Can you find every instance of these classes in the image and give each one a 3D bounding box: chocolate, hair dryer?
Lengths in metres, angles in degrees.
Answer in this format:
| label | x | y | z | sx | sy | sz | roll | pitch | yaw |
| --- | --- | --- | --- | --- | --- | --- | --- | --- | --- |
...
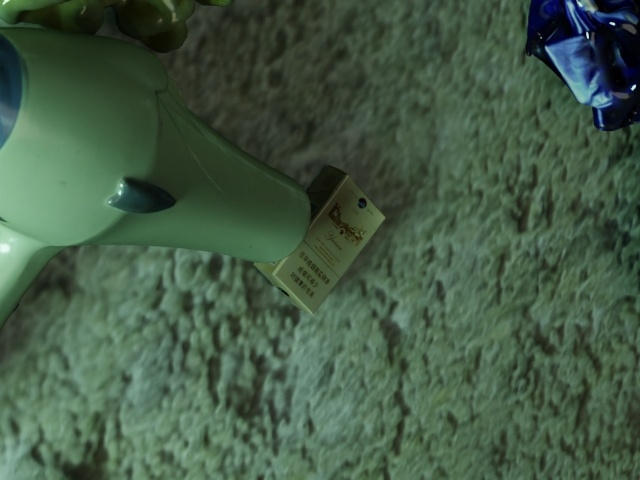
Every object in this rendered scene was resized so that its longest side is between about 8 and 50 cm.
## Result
| label | x | y | z | sx | sy | sz | roll | pitch | yaw |
| --- | --- | --- | --- | --- | --- | --- | --- | --- | --- |
| chocolate | 0.253 | -0.090 | 1.432 | 0.148 | 0.126 | 0.343 | -23 | 123 | 12 |
| hair dryer | -0.131 | 0.013 | 1.146 | 0.296 | 0.119 | 0.298 | -7 | 128 | -45 |

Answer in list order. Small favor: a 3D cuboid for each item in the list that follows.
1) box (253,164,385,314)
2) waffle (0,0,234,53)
| label | x | y | z | sx | sy | sz | roll | pitch | yaw |
| --- | --- | --- | --- | --- | --- | --- | --- | --- | --- |
| box | 0.000 | 0.000 | 1.289 | 0.083 | 0.024 | 0.053 | -54 | 135 | -13 |
| waffle | -0.104 | -0.258 | 1.060 | 0.292 | 0.056 | 0.309 | 28 | 89 | -46 |
